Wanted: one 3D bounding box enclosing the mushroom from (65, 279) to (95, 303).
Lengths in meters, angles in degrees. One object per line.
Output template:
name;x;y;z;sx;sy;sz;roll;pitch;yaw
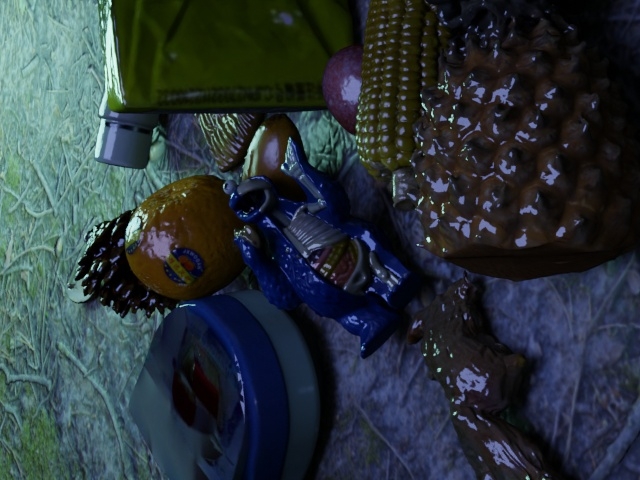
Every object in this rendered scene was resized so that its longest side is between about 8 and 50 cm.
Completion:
mushroom;-0.397;0.082;2.031;0.101;0.019;0.049;-4;90;50

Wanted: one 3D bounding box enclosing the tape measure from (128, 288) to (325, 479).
tape measure;-0.111;0.195;1.566;0.259;0.138;0.262;43;124;41

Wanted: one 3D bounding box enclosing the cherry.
cherry;0.090;-0.145;1.342;0.225;0.090;0.107;34;98;25

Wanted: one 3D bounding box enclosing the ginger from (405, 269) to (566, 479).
ginger;0.179;0.174;1.247;0.122;0.084;0.290;-37;57;23

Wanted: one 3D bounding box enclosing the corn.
corn;0.099;-0.184;1.255;0.119;0.119;0.321;-22;55;51

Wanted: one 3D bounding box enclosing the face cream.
face cream;-0.274;-0.264;1.808;0.143;0.089;0.314;12;93;53

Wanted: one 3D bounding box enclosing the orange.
orange;-0.169;-0.002;1.601;0.155;0.177;0.178;49;147;-20

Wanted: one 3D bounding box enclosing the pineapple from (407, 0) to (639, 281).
pineapple;0.184;-0.150;1.114;0.223;0.223;0.357;-18;71;52

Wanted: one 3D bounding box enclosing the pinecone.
pinecone;-0.272;0.039;1.764;0.174;0.174;0.173;3;94;53

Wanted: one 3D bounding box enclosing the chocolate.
chocolate;-0.119;-0.284;1.433;0.137;0.301;0.288;161;105;-64

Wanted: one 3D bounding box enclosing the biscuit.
biscuit;-0.130;-0.221;1.657;0.176;0.031;0.228;-35;65;46

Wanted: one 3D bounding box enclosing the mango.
mango;-0.054;-0.077;1.484;0.159;0.084;0.105;80;169;-54

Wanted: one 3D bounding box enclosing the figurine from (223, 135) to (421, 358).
figurine;0.000;0.009;1.401;0.164;0.121;0.262;-44;81;24
